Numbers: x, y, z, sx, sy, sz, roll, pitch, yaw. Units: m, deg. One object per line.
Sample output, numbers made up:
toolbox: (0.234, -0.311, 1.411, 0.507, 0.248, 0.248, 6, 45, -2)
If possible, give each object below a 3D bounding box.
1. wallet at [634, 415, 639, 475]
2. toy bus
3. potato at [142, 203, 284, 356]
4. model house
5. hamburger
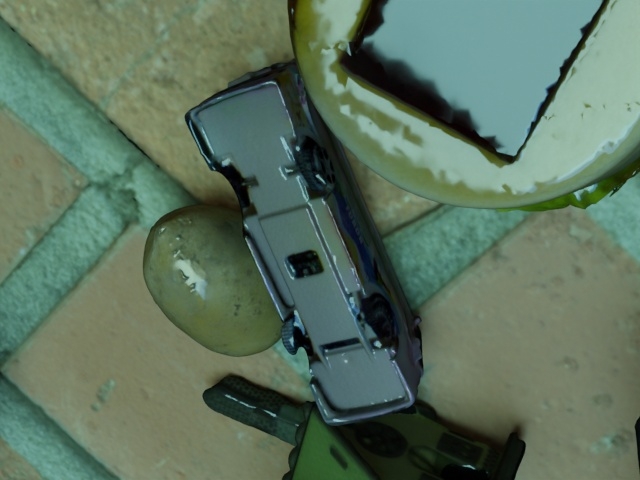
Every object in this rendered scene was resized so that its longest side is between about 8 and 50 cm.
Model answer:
wallet: (0.327, 0.266, 0.839, 0.062, 0.228, 0.406, 14, 122, 48)
toy bus: (-0.001, 0.000, 0.870, 0.090, 0.112, 0.274, -17, 106, 21)
potato: (-0.085, 0.033, 0.917, 0.112, 0.112, 0.147, -30, 114, 25)
model house: (-0.005, 0.224, 0.917, 0.278, 0.218, 0.205, 23, 115, 11)
hamburger: (0.117, -0.158, 0.742, 0.301, 0.170, 0.302, 5, 109, 16)
